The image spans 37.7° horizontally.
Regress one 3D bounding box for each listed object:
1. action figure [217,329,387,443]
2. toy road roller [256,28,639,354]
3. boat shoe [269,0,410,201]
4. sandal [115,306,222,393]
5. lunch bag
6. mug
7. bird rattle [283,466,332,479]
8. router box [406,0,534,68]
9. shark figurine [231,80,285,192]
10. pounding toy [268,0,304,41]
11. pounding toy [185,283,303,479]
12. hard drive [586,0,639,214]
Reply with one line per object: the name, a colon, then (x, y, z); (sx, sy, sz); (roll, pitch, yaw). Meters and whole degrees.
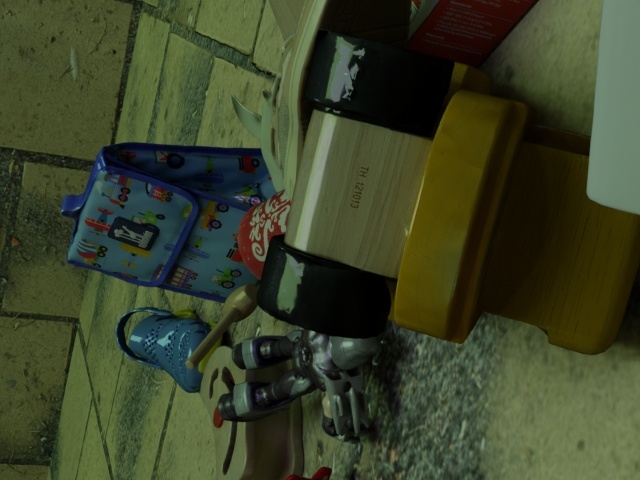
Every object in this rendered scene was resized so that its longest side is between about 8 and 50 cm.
action figure: (-0.011, 0.125, 1.000); (0.285, 0.099, 0.186); (-26, 61, 57)
toy road roller: (0.115, -0.024, 0.704); (0.329, 0.240, 0.203); (-20, -54, -72)
boat shoe: (0.001, -0.151, 0.858); (0.098, 0.109, 0.302); (55, 153, 30)
sandal: (-0.252, 0.175, 1.546); (0.317, 0.138, 0.126); (3, 82, 66)
lunch bag: (-0.212, -0.035, 1.315); (0.221, 0.293, 0.138); (123, 148, -46)
mug: (0.004, -0.008, 1.067); (0.113, 0.150, 0.169); (-51, 10, -32)
bird rattle: (-0.067, 0.331, 1.017); (0.254, 0.143, 0.207); (-59, 3, 10)
router box: (0.132, -0.348, 0.868); (0.301, 0.082, 0.336); (131, 142, -52)
shark figurine: (-0.013, -0.170, 1.151); (0.166, 0.116, 0.278); (56, 153, 11)
pounding toy: (0.020, -0.340, 1.048); (0.094, 0.181, 0.206); (-33, 76, 56)
pounding toy: (-0.122, 0.202, 1.184); (0.154, 0.154, 0.270); (-43, 43, 50)
hard drive: (0.213, -0.131, 0.353); (0.203, 0.040, 0.308); (18, 130, 32)
